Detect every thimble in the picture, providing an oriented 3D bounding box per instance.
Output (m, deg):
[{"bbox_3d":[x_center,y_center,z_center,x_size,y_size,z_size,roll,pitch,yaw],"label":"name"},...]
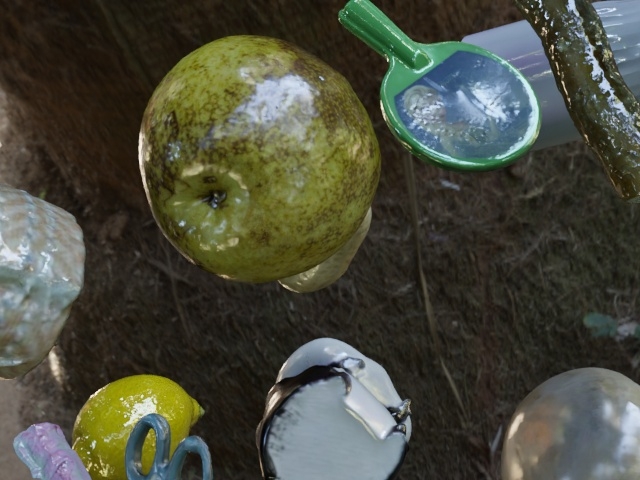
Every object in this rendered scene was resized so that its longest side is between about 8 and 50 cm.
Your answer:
[{"bbox_3d":[-0.351,0.037,0.805,0.196,0.148,0.229,-61,35,5],"label":"thimble"}]

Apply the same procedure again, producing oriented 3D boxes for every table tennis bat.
[{"bbox_3d":[0.113,-0.169,0.816,0.160,0.039,0.257,-35,67,-22],"label":"table tennis bat"}]

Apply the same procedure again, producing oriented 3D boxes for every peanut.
[{"bbox_3d":[0.000,0.000,1.418,0.137,0.253,0.122,25,34,0],"label":"peanut"}]

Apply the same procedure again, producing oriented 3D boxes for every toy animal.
[{"bbox_3d":[0.017,0.290,1.285,0.251,0.310,0.251,0,91,4],"label":"toy animal"}]

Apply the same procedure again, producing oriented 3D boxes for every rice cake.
[{"bbox_3d":[-0.343,0.358,1.081,0.290,0.081,0.051,46,113,39],"label":"rice cake"}]

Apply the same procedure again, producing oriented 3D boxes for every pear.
[{"bbox_3d":[-0.056,-0.060,0.638,0.197,0.197,0.197,-7,51,8],"label":"pear"}]

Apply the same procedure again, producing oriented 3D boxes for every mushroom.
[{"bbox_3d":[0.518,0.425,1.491,0.294,0.362,0.362,24,52,-17],"label":"mushroom"}]

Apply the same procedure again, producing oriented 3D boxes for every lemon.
[{"bbox_3d":[-0.306,0.316,1.301,0.244,0.187,0.187,-24,47,-36],"label":"lemon"}]

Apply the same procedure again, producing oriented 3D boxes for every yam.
[{"bbox_3d":[0.224,-0.144,0.668,0.061,0.061,0.253,-22,76,-4],"label":"yam"}]

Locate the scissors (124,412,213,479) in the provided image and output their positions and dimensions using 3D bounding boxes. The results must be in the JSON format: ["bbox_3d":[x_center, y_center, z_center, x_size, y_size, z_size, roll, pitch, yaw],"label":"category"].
[{"bbox_3d":[-0.200,0.351,0.917,0.138,0.041,0.289,16,93,35],"label":"scissors"}]

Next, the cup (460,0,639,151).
[{"bbox_3d":[0.455,-0.310,1.491,0.371,0.253,0.253,-11,47,32],"label":"cup"}]
